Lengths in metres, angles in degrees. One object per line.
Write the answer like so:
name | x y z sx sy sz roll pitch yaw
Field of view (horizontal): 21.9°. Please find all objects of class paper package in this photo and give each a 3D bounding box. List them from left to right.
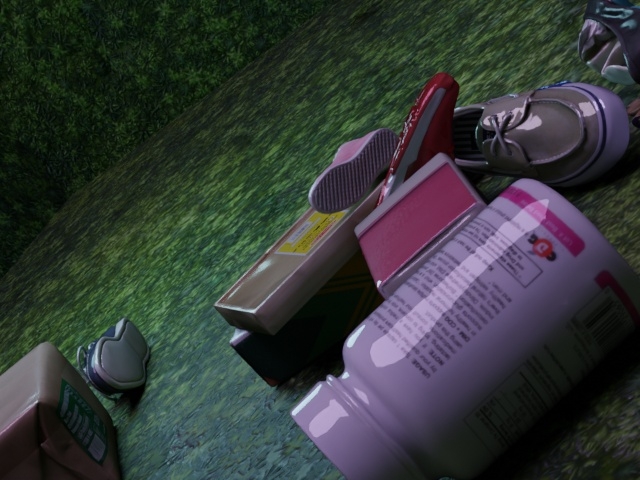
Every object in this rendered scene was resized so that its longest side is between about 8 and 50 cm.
paper package | -0.423 0.316 2.171 0.309 0.168 0.325 -42 13 1

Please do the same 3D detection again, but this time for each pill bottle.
pill bottle | 0.121 0.096 1.374 0.283 0.160 0.160 -42 14 -4

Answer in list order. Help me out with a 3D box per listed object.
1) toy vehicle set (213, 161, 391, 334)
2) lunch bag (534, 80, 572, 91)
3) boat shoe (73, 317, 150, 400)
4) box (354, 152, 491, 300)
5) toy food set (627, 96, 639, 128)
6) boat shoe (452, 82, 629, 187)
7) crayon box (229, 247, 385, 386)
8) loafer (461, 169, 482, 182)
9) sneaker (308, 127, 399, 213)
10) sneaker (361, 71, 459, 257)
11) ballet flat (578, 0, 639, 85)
toy vehicle set | 0.000 0.000 1.921 0.267 0.035 0.166 -45 15 -13
lunch bag | 0.272 -0.133 1.873 0.067 0.065 0.098 -62 20 -14
boat shoe | -0.313 0.181 2.432 0.079 0.095 0.254 -38 13 8
box | 0.133 0.028 1.577 0.127 0.148 0.232 -41 13 6
toy food set | 0.366 -0.149 1.764 0.078 0.019 0.122 -37 7 15
boat shoe | 0.213 -0.107 1.788 0.094 0.109 0.302 -2 -2 -28
crayon box | 0.048 0.021 1.972 0.318 0.081 0.202 -37 15 21
loafer | 0.153 -0.083 2.057 0.148 0.056 0.050 -38 20 14
sneaker | 0.030 -0.075 1.887 0.134 0.051 0.070 -44 13 -22
sneaker | 0.137 -0.064 1.789 0.087 0.128 0.221 -77 8 -69
ballet flat | 0.351 -0.237 1.929 0.096 0.095 0.280 -52 12 9
